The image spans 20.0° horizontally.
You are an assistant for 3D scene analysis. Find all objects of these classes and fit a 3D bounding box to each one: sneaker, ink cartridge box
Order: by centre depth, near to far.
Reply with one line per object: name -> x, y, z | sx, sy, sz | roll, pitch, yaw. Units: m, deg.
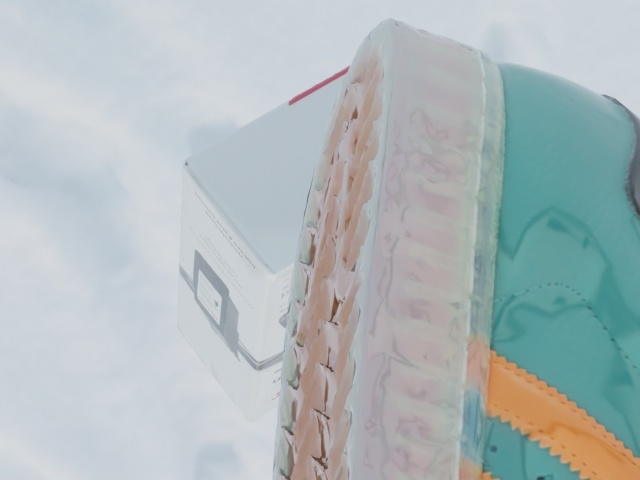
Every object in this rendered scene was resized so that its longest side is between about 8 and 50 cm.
sneaker -> 0.050, 0.088, 0.407 | 0.121, 0.302, 0.108 | 13, 151, -11
ink cartridge box -> 0.000, 0.000, 0.763 | 0.109, 0.063, 0.150 | -32, 159, -20
